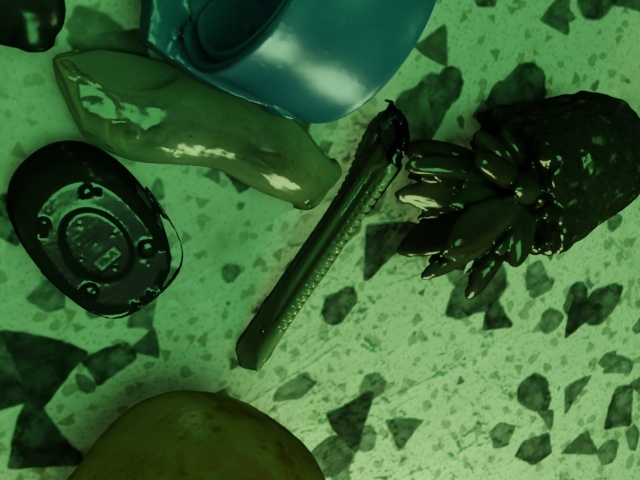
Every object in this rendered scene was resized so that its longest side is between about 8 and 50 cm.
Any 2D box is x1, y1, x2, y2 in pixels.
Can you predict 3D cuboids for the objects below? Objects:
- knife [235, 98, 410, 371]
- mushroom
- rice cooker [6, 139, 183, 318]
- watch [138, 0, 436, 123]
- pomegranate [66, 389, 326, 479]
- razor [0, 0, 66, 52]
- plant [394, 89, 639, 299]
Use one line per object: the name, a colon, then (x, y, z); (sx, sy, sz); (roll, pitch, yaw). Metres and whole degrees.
knife: (0.005, 0.003, 1.049); (0.043, 0.089, 0.365); (28, 98, -26)
mushroom: (-0.123, -0.119, 0.960); (0.351, 0.097, 0.109); (16, 100, -30)
rice cooker: (-0.234, -0.007, 0.925); (0.142, 0.118, 0.203); (-41, 117, -3)
watch: (-0.006, -0.271, 0.834); (0.241, 0.274, 0.305); (20, 86, -35)
pomegranate: (-0.151, 0.325, 0.960); (0.342, 0.342, 0.343); (-7, 108, -23)
razor: (-0.403, -0.261, 0.777); (0.348, 0.113, 0.205); (-6, 108, -25)
plant: (0.239, -0.062, 1.096); (0.320, 0.181, 0.194); (-20, 117, -17)
